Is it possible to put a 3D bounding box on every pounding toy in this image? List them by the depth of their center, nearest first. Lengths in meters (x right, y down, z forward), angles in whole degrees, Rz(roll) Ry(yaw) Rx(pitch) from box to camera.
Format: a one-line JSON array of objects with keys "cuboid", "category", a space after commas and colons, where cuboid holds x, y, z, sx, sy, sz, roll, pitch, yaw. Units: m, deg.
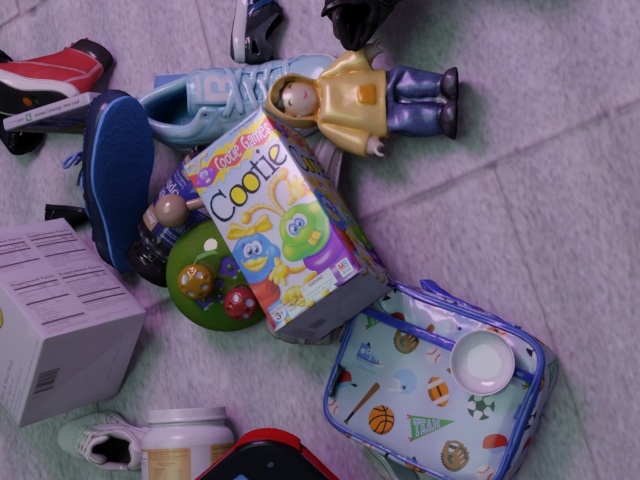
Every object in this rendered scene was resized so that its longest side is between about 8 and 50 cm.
[{"cuboid": [-0.155, 0.043, 1.409, 0.183, 0.110, 0.237, -8, 107, 3], "category": "pounding toy"}]

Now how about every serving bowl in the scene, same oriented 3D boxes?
[{"cuboid": [0.206, 0.154, 1.177, 0.083, 0.027, 0.083, -6, 77, 25], "category": "serving bowl"}]

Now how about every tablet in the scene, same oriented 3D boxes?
[{"cuboid": [-0.259, -0.265, 1.633, 0.083, 0.006, 0.054, 2, 84, 29], "category": "tablet"}]

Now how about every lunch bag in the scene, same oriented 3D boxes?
[{"cuboid": [0.154, 0.186, 1.275, 0.303, 0.115, 0.243, 21, 92, 29], "category": "lunch bag"}]

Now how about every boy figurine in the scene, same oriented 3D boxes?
[{"cuboid": [0.058, -0.209, 1.357, 0.285, 0.092, 0.177, 4, 84, 10], "category": "boy figurine"}]

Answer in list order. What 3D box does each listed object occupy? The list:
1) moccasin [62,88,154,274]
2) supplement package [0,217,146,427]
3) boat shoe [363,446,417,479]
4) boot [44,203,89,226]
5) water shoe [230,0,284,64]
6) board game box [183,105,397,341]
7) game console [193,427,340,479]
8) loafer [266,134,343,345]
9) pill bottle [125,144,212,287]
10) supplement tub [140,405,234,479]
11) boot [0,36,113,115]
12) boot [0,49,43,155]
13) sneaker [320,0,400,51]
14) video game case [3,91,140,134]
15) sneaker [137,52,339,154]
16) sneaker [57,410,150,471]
[{"cuboid": [-0.352, -0.095, 1.516, 0.117, 0.137, 0.342, 37, 134, 32], "category": "moccasin"}, {"cuboid": [-0.463, 0.128, 1.554, 0.262, 0.198, 0.199, 43, 125, 27], "category": "supplement package"}, {"cuboid": [0.098, 0.325, 1.334, 0.100, 0.035, 0.035, 43, 131, 23], "category": "boat shoe"}, {"cuboid": [-0.464, -0.014, 1.694, 0.121, 0.045, 0.099, 4, 85, 34], "category": "boot"}, {"cuboid": [-0.099, -0.379, 1.534, 0.080, 0.073, 0.203, 7, 77, -4], "category": "water shoe"}, {"cuboid": [-0.041, -0.020, 1.274, 0.142, 0.144, 0.275, -37, 68, 13], "category": "board game box"}, {"cuboid": [-0.084, 0.471, 1.309, 0.386, 0.060, 0.342, -42, 96, 19], "category": "game console"}, {"cuboid": [0.000, 0.000, 1.404, 0.111, 0.112, 0.319, 12, 83, -6], "category": "loafer"}, {"cuboid": [-0.215, -0.035, 1.509, 0.123, 0.123, 0.219, 46, 105, 27], "category": "pill bottle"}, {"cuboid": [-0.202, 0.358, 1.433, 0.144, 0.144, 0.200, -8, 79, 29], "category": "supplement tub"}, {"cuboid": [-0.507, -0.310, 1.698, 0.244, 0.088, 0.176, 10, 50, 16], "category": "boot"}, {"cuboid": [-0.632, -0.223, 1.788, 0.246, 0.094, 0.207, -50, 59, 8], "category": "boot"}, {"cuboid": [0.039, -0.336, 1.362, 0.130, 0.087, 0.227, -48, 20, -14], "category": "sneaker"}, {"cuboid": [-0.387, -0.212, 1.578, 0.193, 0.212, 0.023, -11, 89, 29], "category": "video game case"}, {"cuboid": [-0.134, -0.216, 1.471, 0.366, 0.150, 0.135, -15, 77, 26], "category": "sneaker"}, {"cuboid": [-0.359, 0.332, 1.542, 0.232, 0.115, 0.090, 0, 83, 30], "category": "sneaker"}]
